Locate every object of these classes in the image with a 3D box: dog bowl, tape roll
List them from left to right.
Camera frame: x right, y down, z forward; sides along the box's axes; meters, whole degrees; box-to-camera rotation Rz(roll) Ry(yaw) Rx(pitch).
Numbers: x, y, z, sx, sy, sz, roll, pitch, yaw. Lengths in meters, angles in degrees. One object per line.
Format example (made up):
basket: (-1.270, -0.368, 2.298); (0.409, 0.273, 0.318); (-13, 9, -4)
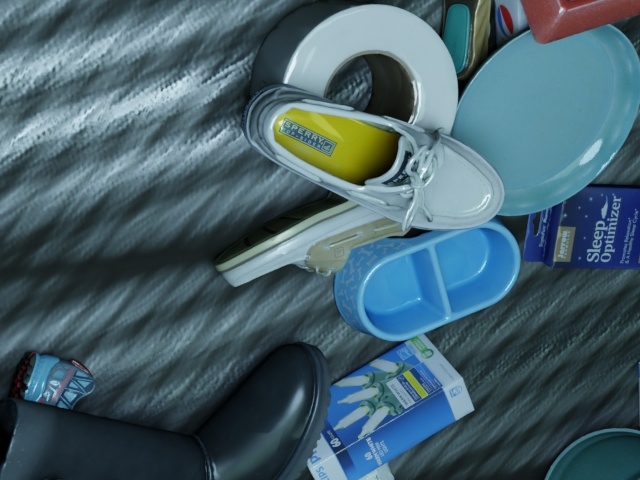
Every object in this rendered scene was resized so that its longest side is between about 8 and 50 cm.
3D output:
tape roll: (0.042, -0.199, 1.359); (0.246, 0.169, 0.246); (-5, 106, -16)
dog bowl: (0.169, 0.052, 1.522); (0.297, 0.074, 0.166); (-21, 110, -12)

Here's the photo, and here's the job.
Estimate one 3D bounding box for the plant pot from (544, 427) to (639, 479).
plant pot: (0.538, 0.465, 1.665); (0.196, 0.293, 0.293); (17, 100, -48)

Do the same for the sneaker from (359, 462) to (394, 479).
sneaker: (0.095, 0.403, 1.585); (0.080, 0.094, 0.212); (-31, 112, -6)

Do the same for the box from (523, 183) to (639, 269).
box: (0.438, -0.023, 1.607); (0.225, 0.036, 0.136); (2, 104, -17)

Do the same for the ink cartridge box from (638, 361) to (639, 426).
ink cartridge box: (0.605, 0.279, 1.714); (0.092, 0.090, 0.143); (-10, 109, -14)

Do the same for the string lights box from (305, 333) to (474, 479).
string lights box: (0.083, 0.261, 1.515); (0.260, 0.133, 0.076); (-30, 125, -8)

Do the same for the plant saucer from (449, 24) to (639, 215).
plant saucer: (0.317, -0.180, 1.451); (0.318, 0.043, 0.317); (-14, 129, -17)

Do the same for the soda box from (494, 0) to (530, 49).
soda box: (0.297, -0.293, 1.433); (0.074, 0.069, 0.216); (-21, 130, -12)

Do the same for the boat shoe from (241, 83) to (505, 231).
boat shoe: (0.089, -0.093, 1.227); (0.367, 0.156, 0.135); (22, 98, -21)

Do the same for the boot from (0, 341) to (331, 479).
boot: (-0.234, 0.264, 1.356); (0.445, 0.146, 0.367); (21, 98, -36)

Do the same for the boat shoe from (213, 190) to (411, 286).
boat shoe: (0.000, 0.000, 1.432); (0.302, 0.113, 0.103); (-27, 106, -10)

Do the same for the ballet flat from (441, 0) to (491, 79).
ballet flat: (0.214, -0.347, 1.436); (0.073, 0.080, 0.232); (-11, 113, -44)

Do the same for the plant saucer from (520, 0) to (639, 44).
plant saucer: (0.365, -0.420, 1.340); (0.259, 0.048, 0.258); (-19, 89, -14)

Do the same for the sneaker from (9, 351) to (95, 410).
sneaker: (-0.382, 0.290, 1.399); (0.125, 0.104, 0.261); (13, 101, -23)
